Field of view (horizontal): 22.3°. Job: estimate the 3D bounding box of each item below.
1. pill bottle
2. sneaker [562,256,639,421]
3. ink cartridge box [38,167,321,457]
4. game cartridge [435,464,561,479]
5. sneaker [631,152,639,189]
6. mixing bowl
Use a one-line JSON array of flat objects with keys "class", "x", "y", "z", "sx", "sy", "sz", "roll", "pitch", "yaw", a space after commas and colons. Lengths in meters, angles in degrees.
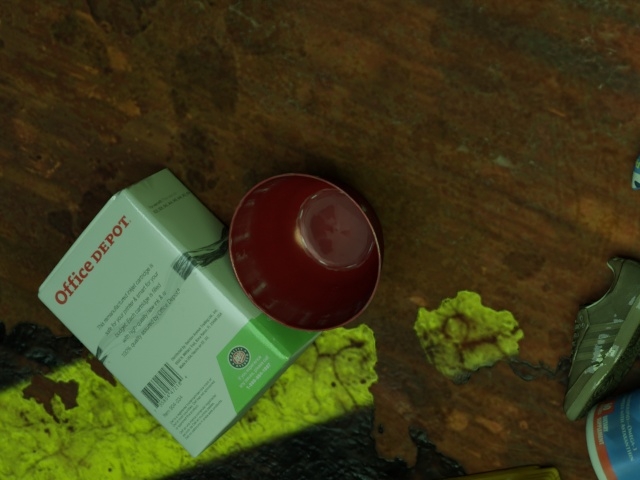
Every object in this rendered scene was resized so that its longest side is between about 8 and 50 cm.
[{"class": "pill bottle", "x": 0.395, "y": 0.191, "z": 1.658, "sx": 0.221, "sy": 0.124, "sz": 0.124, "roll": -26, "pitch": 95, "yaw": 29}, {"class": "sneaker", "x": 0.299, "y": 0.103, "z": 1.719, "sx": 0.071, "sy": 0.066, "sz": 0.188, "roll": 40, "pitch": 115, "yaw": 27}, {"class": "ink cartridge box", "x": -0.164, "y": 0.082, "z": 1.890, "sx": 0.273, "sy": 0.115, "sz": 0.198, "roll": 45, "pitch": 119, "yaw": 5}, {"class": "game cartridge", "x": 0.089, "y": 0.338, "z": 1.736, "sx": 0.285, "sy": 0.323, "sz": 0.053, "roll": -14, "pitch": 103, "yaw": 28}, {"class": "sneaker", "x": 0.377, "y": -0.046, "z": 1.630, "sx": 0.144, "sy": 0.053, "sz": 0.059, "roll": 35, "pitch": 118, "yaw": 21}, {"class": "mixing bowl", "x": 0.000, "y": 0.000, "z": 1.795, "sx": 0.181, "sy": 0.098, "sz": 0.181, "roll": 8, "pitch": 111, "yaw": 22}]
